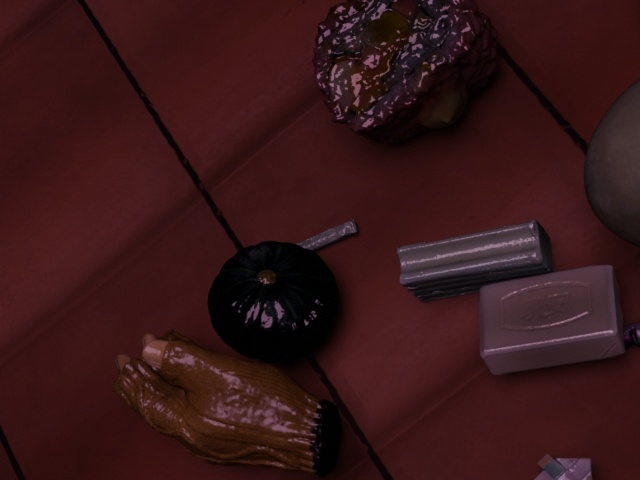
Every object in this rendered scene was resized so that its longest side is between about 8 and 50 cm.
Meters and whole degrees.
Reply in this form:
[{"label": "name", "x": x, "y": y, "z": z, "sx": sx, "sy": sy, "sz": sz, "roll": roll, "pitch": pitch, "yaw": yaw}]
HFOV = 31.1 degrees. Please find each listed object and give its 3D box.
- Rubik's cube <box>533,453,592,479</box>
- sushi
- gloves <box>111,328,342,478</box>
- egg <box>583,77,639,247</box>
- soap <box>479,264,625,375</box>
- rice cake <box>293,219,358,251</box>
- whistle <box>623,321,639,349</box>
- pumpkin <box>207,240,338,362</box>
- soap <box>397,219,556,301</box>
[{"label": "Rubik's cube", "x": 0.309, "y": 0.315, "z": 1.476, "sx": 0.073, "sy": 0.075, "sz": 0.084, "roll": 4, "pitch": 60, "yaw": 4}, {"label": "sushi", "x": 0.127, "y": -0.257, "z": 1.684, "sx": 0.270, "sy": 0.171, "sz": 0.236, "roll": -44, "pitch": 63, "yaw": 7}, {"label": "gloves", "x": -0.139, "y": 0.231, "z": 1.607, "sx": 0.356, "sy": 0.203, "sz": 0.155, "roll": 24, "pitch": 75, "yaw": 20}, {"label": "egg", "x": 0.502, "y": -0.118, "z": 1.435, "sx": 0.352, "sy": 0.258, "sz": 0.258, "roll": -25, "pitch": 66, "yaw": 8}, {"label": "soap", "x": 0.306, "y": 0.106, "z": 1.529, "sx": 0.183, "sy": 0.064, "sz": 0.121, "roll": -12, "pitch": 45, "yaw": 21}, {"label": "rice cake", "x": 0.000, "y": 0.000, "z": 1.736, "sx": 0.121, "sy": 0.021, "sz": 0.022, "roll": -22, "pitch": 77, "yaw": 14}, {"label": "whistle", "x": 0.377, "y": 0.135, "z": 1.531, "sx": 0.177, "sy": 0.033, "sz": 0.033, "roll": -15, "pitch": 69, "yaw": 18}, {"label": "pumpkin", "x": -0.066, "y": 0.087, "z": 1.662, "sx": 0.194, "sy": 0.150, "sz": 0.194, "roll": -9, "pitch": 66, "yaw": 21}, {"label": "soap", "x": 0.216, "y": 0.030, "z": 1.586, "sx": 0.198, "sy": 0.114, "sz": 0.063, "roll": -11, "pitch": 70, "yaw": 18}]
